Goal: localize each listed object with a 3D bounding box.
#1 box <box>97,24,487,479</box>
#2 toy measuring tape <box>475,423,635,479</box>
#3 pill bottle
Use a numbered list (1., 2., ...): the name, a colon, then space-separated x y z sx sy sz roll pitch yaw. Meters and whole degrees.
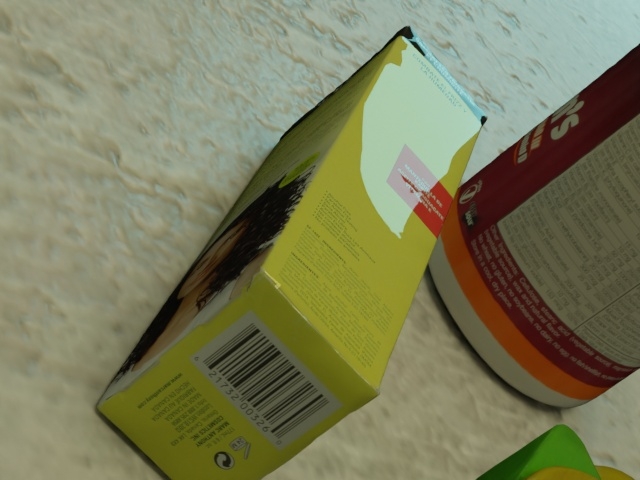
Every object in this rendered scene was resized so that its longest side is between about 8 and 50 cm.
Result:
1. box: 0.000 0.000 0.615 0.058 0.087 0.232 46 27 -9
2. toy measuring tape: 0.057 0.154 0.486 0.121 0.121 0.330 52 28 2
3. pill bottle: 0.163 -0.028 0.741 0.121 0.221 0.121 36 31 -26
